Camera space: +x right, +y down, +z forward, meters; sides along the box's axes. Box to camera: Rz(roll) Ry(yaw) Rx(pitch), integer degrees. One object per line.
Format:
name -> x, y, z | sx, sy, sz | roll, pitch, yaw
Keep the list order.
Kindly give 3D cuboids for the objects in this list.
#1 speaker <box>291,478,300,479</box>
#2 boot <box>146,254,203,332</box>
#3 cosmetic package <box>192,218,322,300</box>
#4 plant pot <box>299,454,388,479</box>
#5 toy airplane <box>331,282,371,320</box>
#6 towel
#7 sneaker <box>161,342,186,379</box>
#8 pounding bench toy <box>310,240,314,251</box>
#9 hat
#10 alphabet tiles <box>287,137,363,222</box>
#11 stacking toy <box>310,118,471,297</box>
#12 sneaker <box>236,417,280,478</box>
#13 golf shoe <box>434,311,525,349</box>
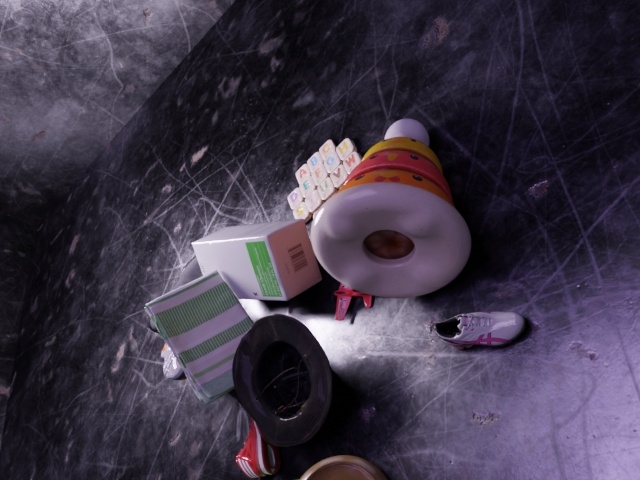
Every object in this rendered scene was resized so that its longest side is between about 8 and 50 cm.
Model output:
speaker -> -0.133, 0.671, 1.402 | 0.296, 0.131, 0.131 | -38, 45, 27
boot -> -0.409, 0.169, 1.907 | 0.338, 0.118, 0.223 | -57, 19, -21
cosmetic package -> -0.191, 0.059, 1.732 | 0.366, 0.155, 0.196 | -6, 106, 45
plant pot -> 0.042, 0.565, 1.255 | 0.236, 0.032, 0.236 | -9, 47, 10
toy airplane -> 0.086, 0.137, 1.545 | 0.151, 0.028, 0.151 | -23, 55, 37
towel -> -0.301, 0.258, 1.643 | 0.325, 0.248, 0.038 | 53, 149, 15
sneaker -> -0.366, 0.358, 1.770 | 0.124, 0.180, 0.321 | -63, 17, -3
pounding bench toy -> 0.000, 0.000, 1.696 | 0.065, 0.052, 0.083 | -51, 41, 14
hat -> -0.066, 0.344, 1.510 | 0.331, 0.134, 0.331 | -4, 84, 39
alphabet tiles -> 0.012, -0.178, 1.809 | 0.284, 0.021, 0.278 | -43, 43, 22
stacking toy -> 0.181, -0.133, 1.435 | 0.351, 0.350, 0.479 | -27, 35, 35
sneaker -> -0.181, 0.517, 1.574 | 0.128, 0.087, 0.221 | -32, 47, 30
golf shoe -> 0.325, 0.182, 1.220 | 0.186, 0.086, 0.067 | -21, 53, 37
